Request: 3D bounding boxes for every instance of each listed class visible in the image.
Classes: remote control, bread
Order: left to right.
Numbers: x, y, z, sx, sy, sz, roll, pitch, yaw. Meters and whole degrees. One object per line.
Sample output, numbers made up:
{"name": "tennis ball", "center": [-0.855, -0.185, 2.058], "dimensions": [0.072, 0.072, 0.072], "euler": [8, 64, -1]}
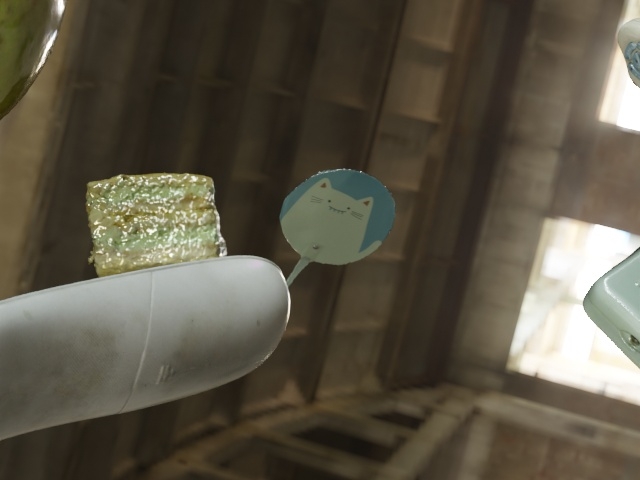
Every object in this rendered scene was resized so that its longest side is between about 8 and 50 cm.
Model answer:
{"name": "remote control", "center": [-0.086, 0.054, 0.682], "dimensions": [0.229, 0.044, 0.073], "euler": [-11, -51, -54]}
{"name": "bread", "center": [-0.165, 0.001, 1.497], "dimensions": [0.196, 0.138, 0.102], "euler": [85, -178, -76]}
{"name": "remote control", "center": [0.330, -0.173, 1.369], "dimensions": [0.032, 0.122, 0.074], "euler": [-32, -70, -23]}
{"name": "remote control", "center": [0.387, 0.042, 1.459], "dimensions": [0.296, 0.140, 0.056], "euler": [-28, -22, -41]}

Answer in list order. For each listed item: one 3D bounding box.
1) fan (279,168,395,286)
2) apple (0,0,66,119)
{"name": "fan", "center": [0.000, 0.000, 1.434], "dimensions": [0.175, 0.113, 0.005], "euler": [-53, 26, 26]}
{"name": "apple", "center": [-0.365, -0.203, 1.170], "dimensions": [0.338, 0.339, 0.305], "euler": [90, 168, -49]}
